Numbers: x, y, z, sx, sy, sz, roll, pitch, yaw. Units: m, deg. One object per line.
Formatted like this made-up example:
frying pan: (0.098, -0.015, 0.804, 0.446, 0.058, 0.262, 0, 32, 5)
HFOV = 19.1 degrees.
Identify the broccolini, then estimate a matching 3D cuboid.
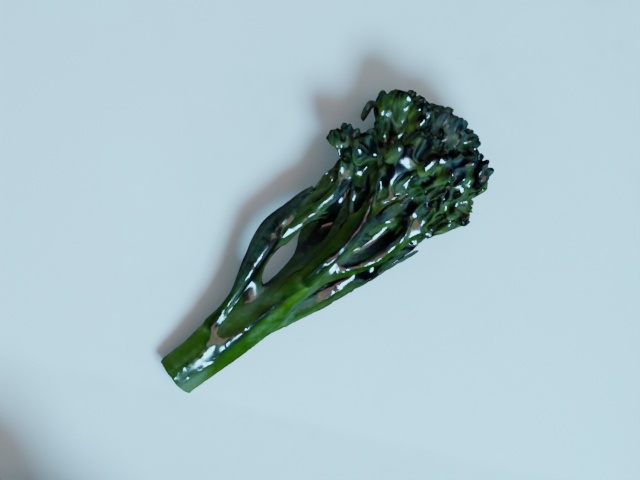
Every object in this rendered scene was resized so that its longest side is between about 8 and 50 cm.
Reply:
broccolini: (0.006, 0.009, 0.974, 0.203, 0.068, 0.091, -49, 123, -7)
